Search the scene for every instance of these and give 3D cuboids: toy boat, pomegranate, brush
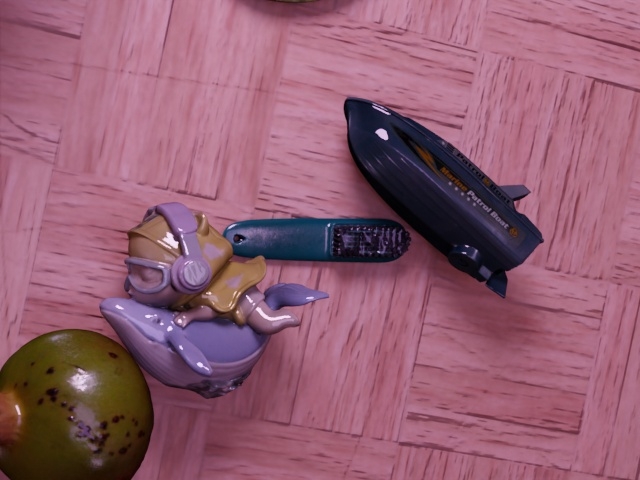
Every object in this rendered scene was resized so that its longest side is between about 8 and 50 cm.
[{"bbox_3d":[0.112,-0.057,1.848,0.246,0.093,0.103,41,59,-19],"label":"toy boat"},{"bbox_3d":[-0.241,0.159,1.690,0.205,0.159,0.159,5,93,-38],"label":"pomegranate"},{"bbox_3d":[0.000,0.000,1.840,0.193,0.032,0.043,1,94,-23],"label":"brush"}]

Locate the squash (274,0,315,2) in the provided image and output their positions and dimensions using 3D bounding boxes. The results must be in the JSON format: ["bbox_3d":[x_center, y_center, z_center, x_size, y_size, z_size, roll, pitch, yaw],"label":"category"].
[{"bbox_3d":[-0.017,-0.331,1.800,0.219,0.041,0.219,-2,95,-21],"label":"squash"}]

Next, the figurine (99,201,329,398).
[{"bbox_3d":[-0.105,0.053,1.758,0.208,0.128,0.184,-9,95,-29],"label":"figurine"}]
